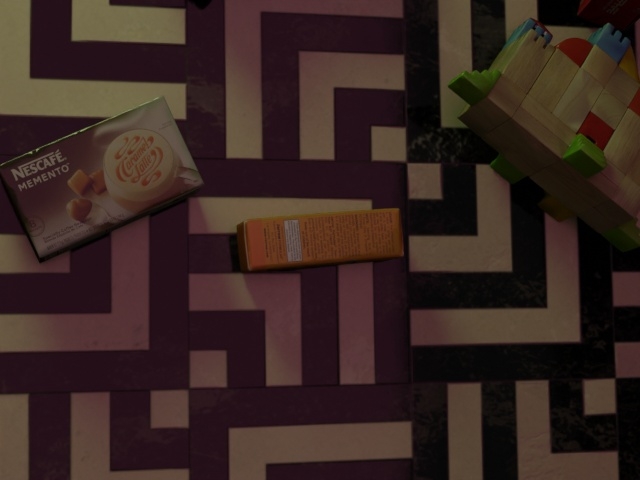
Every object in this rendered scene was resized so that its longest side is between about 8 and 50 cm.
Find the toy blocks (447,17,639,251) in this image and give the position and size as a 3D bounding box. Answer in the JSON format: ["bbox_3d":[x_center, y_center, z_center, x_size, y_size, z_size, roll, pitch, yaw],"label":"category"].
[{"bbox_3d":[0.397,-0.205,1.778,0.381,0.191,0.261,38,67,-8],"label":"toy blocks"}]

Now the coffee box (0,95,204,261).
[{"bbox_3d":[-0.305,-0.084,1.626,0.246,0.098,0.141,-24,91,-14],"label":"coffee box"}]

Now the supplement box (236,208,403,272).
[{"bbox_3d":[0.000,0.000,1.702,0.233,0.078,0.080,-7,87,-13],"label":"supplement box"}]

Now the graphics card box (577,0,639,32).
[{"bbox_3d":[0.497,-0.531,1.777,0.094,0.233,0.371,15,83,-1],"label":"graphics card box"}]
